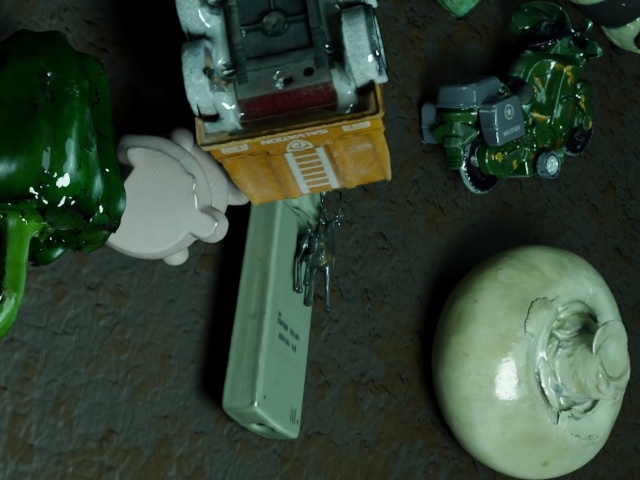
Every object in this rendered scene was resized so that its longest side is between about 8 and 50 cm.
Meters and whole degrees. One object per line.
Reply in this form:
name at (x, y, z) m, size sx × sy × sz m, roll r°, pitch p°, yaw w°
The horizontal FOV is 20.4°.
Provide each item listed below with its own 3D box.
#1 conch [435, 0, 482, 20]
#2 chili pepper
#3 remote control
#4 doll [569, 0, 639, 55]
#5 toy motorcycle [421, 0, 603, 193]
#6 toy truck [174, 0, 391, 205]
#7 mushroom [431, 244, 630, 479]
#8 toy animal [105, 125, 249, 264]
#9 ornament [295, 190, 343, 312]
conch at (0.159, -0.351, 1.908) m, size 0.175 × 0.122 × 0.188 m, roll 90°, pitch 24°, yaw -47°
chili pepper at (-0.243, -0.036, 1.394) m, size 0.165 × 0.174 × 0.261 m, roll 30°, pitch 57°, yaw -68°
remote control at (-0.041, 0.038, 1.662) m, size 0.123 × 0.038 × 0.285 m, roll 43°, pitch 48°, yaw -63°
doll at (0.347, -0.320, 2.100) m, size 0.234 × 0.143 × 0.135 m, roll 43°, pitch 78°, yaw -34°
toy motorcycle at (0.218, -0.159, 1.937) m, size 0.275 × 0.125 × 0.187 m, roll -24°, pitch 110°, yaw -46°
toy truck at (-0.034, -0.234, 1.585) m, size 0.207 × 0.173 × 0.387 m, roll 64°, pitch 17°, yaw -65°
mushroom at (0.232, 0.126, 1.841) m, size 0.246 × 0.202 × 0.246 m, roll 2°, pitch 87°, yaw -38°
toy animal at (-0.130, -0.042, 1.571) m, size 0.212 × 0.124 × 0.124 m, roll -39°, pitch 115°, yaw -78°
ornament at (0.000, 0.000, 1.683) m, size 0.073 × 0.028 × 0.125 m, roll 57°, pitch 38°, yaw -57°
